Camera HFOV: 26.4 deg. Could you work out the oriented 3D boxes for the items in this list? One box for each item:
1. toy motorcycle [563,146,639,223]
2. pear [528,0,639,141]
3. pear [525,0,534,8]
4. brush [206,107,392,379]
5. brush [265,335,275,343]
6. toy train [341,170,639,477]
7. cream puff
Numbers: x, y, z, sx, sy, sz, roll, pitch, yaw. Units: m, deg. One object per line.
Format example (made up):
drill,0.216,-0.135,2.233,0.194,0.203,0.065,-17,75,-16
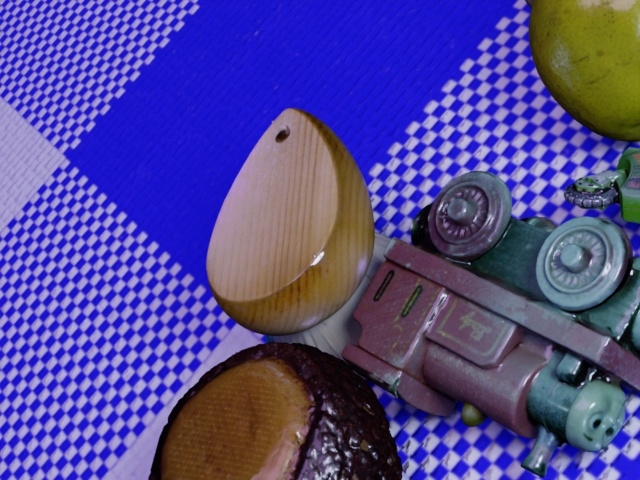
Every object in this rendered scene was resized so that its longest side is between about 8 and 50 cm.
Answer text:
toy motorcycle,0.317,-0.042,1.225,0.190,0.074,0.106,12,30,41
pear,0.291,-0.195,1.286,0.198,0.198,0.198,-22,47,25
pear,0.264,-0.317,1.469,0.141,0.104,0.141,-26,42,26
brush,0.000,0.000,1.388,0.174,0.166,0.266,-18,49,31
brush,-0.009,0.028,1.474,0.043,0.032,0.193,19,71,46
toy train,0.176,0.074,1.215,0.304,0.150,0.221,26,85,45
cream puff,-0.036,0.214,1.251,0.239,0.165,0.239,-22,46,25
